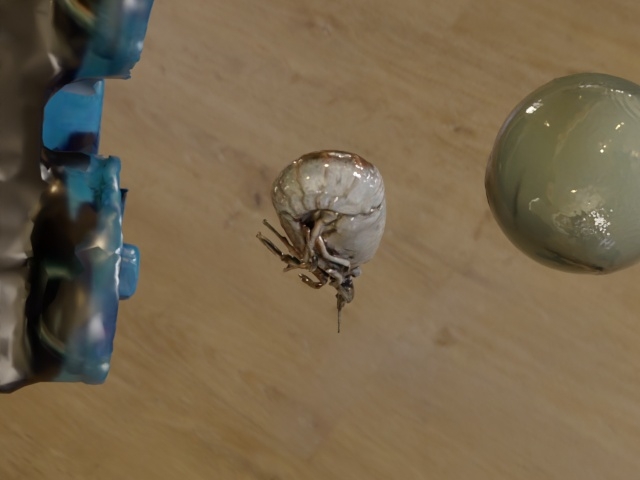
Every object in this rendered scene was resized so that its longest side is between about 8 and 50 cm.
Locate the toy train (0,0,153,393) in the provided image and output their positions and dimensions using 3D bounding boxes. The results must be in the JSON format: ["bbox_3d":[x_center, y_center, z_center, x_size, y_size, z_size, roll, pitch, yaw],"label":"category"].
[{"bbox_3d":[-0.172,-0.078,0.600,0.187,0.300,0.265,4,21,-15],"label":"toy train"}]

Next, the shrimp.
[{"bbox_3d":[0.007,0.003,1.531,0.145,0.343,0.116,-19,60,-8],"label":"shrimp"}]

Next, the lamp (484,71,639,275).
[{"bbox_3d":[0.135,-0.033,0.649,0.105,0.105,0.105,-9,59,16],"label":"lamp"}]
